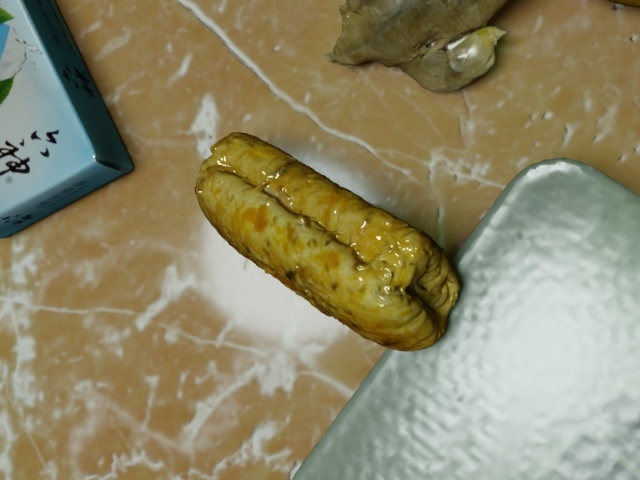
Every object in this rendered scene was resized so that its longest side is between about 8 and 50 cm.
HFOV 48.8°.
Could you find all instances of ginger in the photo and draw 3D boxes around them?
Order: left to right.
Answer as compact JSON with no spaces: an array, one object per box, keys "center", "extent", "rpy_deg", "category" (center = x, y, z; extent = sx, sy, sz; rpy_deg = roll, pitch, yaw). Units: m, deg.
[{"center":[0.090,-0.196,0.521],"extent":[0.132,0.059,0.214],"rpy_deg":[24,132,-3],"category":"ginger"}]

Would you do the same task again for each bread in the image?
[{"center":[0.000,0.000,0.514],"extent":[0.211,0.114,0.083],"rpy_deg":[30,79,37],"category":"bread"}]

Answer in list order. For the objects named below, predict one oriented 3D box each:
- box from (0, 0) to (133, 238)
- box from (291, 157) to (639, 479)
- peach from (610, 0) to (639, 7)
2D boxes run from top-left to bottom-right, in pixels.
[{"center":[-0.280,-0.133,0.600],"extent":[0.142,0.083,0.232],"rpy_deg":[-26,86,7],"category":"box"},{"center":[0.202,0.177,0.497],"extent":[0.367,0.090,0.373],"rpy_deg":[39,99,19],"category":"box"},{"center":[0.252,-0.257,0.513],"extent":[0.179,0.103,0.179],"rpy_deg":[0,99,2],"category":"peach"}]
